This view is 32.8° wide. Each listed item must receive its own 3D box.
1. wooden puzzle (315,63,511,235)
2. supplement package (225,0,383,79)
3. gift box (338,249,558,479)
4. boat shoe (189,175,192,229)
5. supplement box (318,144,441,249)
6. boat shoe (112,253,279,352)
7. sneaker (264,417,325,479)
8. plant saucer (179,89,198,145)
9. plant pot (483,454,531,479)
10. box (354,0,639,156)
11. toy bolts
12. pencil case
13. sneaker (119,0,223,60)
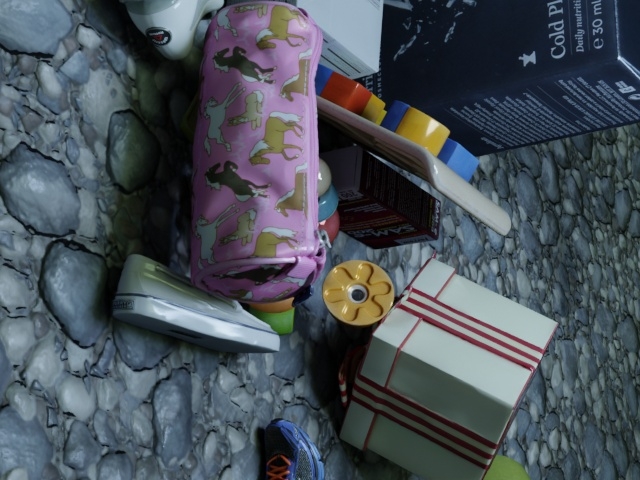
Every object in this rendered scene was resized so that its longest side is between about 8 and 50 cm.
[{"bbox_3d":[0.109,-0.153,1.584,0.081,0.347,0.322,-57,150,4],"label":"wooden puzzle"},{"bbox_3d":[-0.017,-0.392,1.639,0.204,0.145,0.262,29,59,-47],"label":"supplement package"},{"bbox_3d":[0.186,0.181,1.633,0.255,0.258,0.276,-44,155,-54],"label":"gift box"},{"bbox_3d":[-0.152,-0.025,1.444,0.045,0.050,0.135,11,62,-49],"label":"boat shoe"},{"bbox_3d":[0.071,-0.061,1.689,0.239,0.130,0.073,27,61,-47],"label":"supplement box"},{"bbox_3d":[-0.149,0.084,1.383,0.267,0.096,0.088,21,69,-41],"label":"boat shoe"},{"bbox_3d":[-0.045,0.351,1.465,0.087,0.083,0.221,-1,80,-49],"label":"sneaker"},{"bbox_3d":[-0.119,-0.158,1.523,0.188,0.045,0.188,52,44,-32],"label":"plant saucer"},{"bbox_3d":[0.274,0.505,1.747,0.275,0.274,0.294,48,30,-36],"label":"plant pot"},{"bbox_3d":[0.325,-0.422,1.841,0.297,0.471,0.480,18,67,-50],"label":"box"},{"bbox_3d":[0.000,0.000,1.489,0.158,0.218,0.229,96,-2,-61],"label":"toy bolts"},{"bbox_3d":[-0.075,-0.115,1.360,0.167,0.160,0.386,6,64,-16],"label":"pencil case"},{"bbox_3d":[-0.180,-0.378,1.458,0.146,0.122,0.331,66,32,-48],"label":"sneaker"}]
